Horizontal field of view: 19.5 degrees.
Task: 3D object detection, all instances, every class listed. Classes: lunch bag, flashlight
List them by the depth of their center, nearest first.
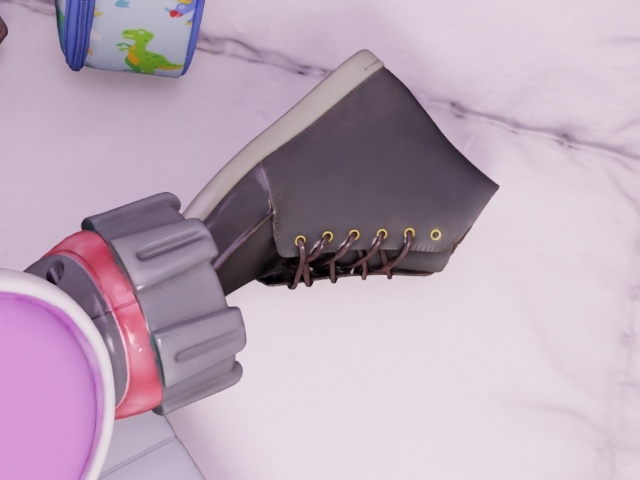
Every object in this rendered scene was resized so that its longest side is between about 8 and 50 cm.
[{"bbox_3d":[-0.187,0.074,0.850,0.304,0.103,0.103,-21,36,-20],"label":"flashlight"},{"bbox_3d":[-0.102,-0.218,1.045,0.090,0.176,0.219,4,61,-10],"label":"lunch bag"}]

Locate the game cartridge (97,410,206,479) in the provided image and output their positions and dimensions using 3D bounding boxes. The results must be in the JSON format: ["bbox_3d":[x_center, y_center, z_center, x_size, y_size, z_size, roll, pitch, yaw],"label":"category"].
[{"bbox_3d":[-0.106,0.214,0.876,0.198,0.062,0.297,-25,69,-28],"label":"game cartridge"}]

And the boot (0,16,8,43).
[{"bbox_3d":[-0.237,-0.126,1.044,0.087,0.042,0.118,-38,74,-25],"label":"boot"}]

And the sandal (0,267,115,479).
[{"bbox_3d":[-0.248,0.174,0.753,0.416,0.169,0.102,-36,33,-8],"label":"sandal"}]

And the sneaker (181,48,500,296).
[{"bbox_3d":[0.000,0.000,1.000,0.118,0.083,0.222,41,64,6],"label":"sneaker"}]
